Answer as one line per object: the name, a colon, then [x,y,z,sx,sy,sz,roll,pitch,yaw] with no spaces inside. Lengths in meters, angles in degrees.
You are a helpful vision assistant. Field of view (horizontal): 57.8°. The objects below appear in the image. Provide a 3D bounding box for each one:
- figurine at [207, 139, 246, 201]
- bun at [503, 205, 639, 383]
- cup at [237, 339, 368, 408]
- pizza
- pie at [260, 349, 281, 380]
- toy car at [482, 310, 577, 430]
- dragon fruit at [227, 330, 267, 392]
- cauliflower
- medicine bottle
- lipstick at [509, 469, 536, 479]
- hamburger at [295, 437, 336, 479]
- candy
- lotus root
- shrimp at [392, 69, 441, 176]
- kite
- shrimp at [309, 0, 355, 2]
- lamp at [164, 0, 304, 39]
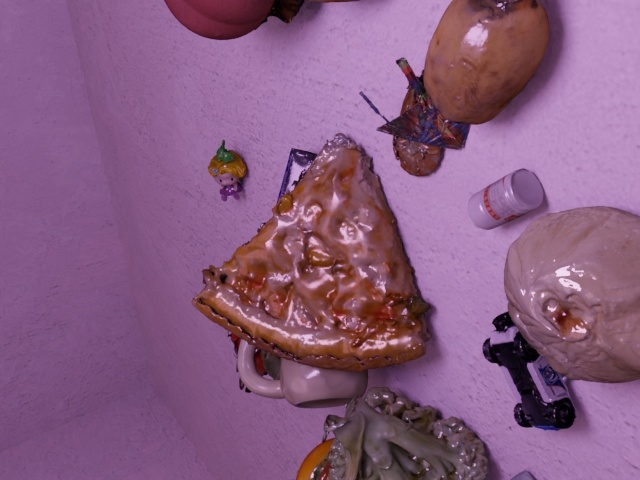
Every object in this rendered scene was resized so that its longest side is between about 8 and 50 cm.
figurine: [-0.236,-0.190,1.454,0.156,0.094,0.115,80,175,-54]
bun: [0.306,0.073,0.668,0.220,0.134,0.221,29,129,45]
cup: [-0.037,0.225,1.160,0.173,0.255,0.202,109,159,-64]
pizza: [0.016,0.086,1.034,0.392,0.080,0.435,45,106,11]
pie: [-0.042,0.254,1.306,0.041,0.186,0.187,-128,25,-73]
toy car: [0.295,0.182,0.816,0.080,0.070,0.171,-32,81,60]
dragon fruit: [-0.125,0.229,1.390,0.193,0.192,0.274,33,92,40]
cauliflower: [0.137,0.378,1.049,0.326,0.260,0.281,-13,102,26]
medicine bottle: [0.244,-0.053,0.771,0.089,0.057,0.057,-35,77,60]
lipstick: [0.299,0.493,0.995,0.076,0.077,0.290,51,144,30]
hamburger: [0.045,0.557,1.294,0.170,0.246,0.246,14,120,45]
candy: [-0.063,-0.023,1.142,0.061,0.088,0.313,16,98,12]
lotus root: [0.195,-0.229,0.680,0.221,0.125,0.118,110,172,-52]
shrimp: [0.150,-0.177,0.874,0.091,0.043,0.184,33,141,36]
kite: [0.157,-0.192,0.821,0.182,0.010,0.160,-29,107,36]
shrimp: [0.073,-0.475,0.692,0.446,0.221,0.110,128,156,-47]
lamp: [-0.123,-0.466,0.942,0.305,0.239,0.305,-50,25,34]
